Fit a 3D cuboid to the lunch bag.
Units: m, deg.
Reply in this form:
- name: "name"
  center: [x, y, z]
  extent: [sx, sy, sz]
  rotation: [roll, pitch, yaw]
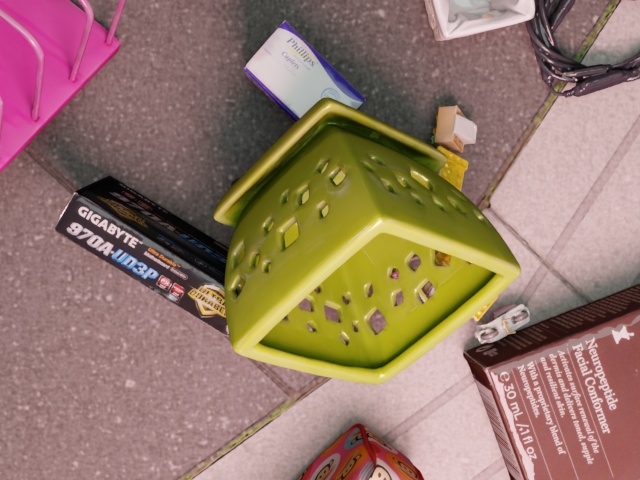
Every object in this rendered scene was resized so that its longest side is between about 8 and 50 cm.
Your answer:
- name: "lunch bag"
  center: [-0.002, 0.356, 1.170]
  extent: [0.120, 0.258, 0.293]
  rotation: [40, 91, -4]

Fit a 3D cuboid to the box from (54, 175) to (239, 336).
- name: "box"
  center: [-0.174, 0.013, 1.182]
  extent: [0.220, 0.175, 0.051]
  rotation: [32, 99, -3]

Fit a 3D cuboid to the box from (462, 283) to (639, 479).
- name: "box"
  center: [0.386, 0.160, 1.240]
  extent: [0.381, 0.143, 0.191]
  rotation: [-21, 94, -3]

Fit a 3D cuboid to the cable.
- name: "cable"
  center: [0.341, -0.260, 1.262]
  extent: [0.185, 0.047, 0.150]
  rotation: [-19, 89, 1]

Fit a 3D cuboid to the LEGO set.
- name: "LEGO set"
  center: [0.142, -0.009, 1.255]
  extent: [0.132, 0.107, 0.287]
  rotation: [-17, 90, -36]

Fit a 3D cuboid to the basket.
- name: "basket"
  center: [0.169, -0.319, 1.216]
  extent: [0.113, 0.103, 0.167]
  rotation: [-14, 93, -2]

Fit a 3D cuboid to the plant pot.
- name: "plant pot"
  center: [0.032, -0.004, 1.104]
  extent: [0.228, 0.207, 0.227]
  rotation: [18, 130, -42]

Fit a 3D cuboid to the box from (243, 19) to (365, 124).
- name: "box"
  center: [-0.020, -0.174, 1.198]
  extent: [0.126, 0.137, 0.072]
  rotation: [44, 91, -4]

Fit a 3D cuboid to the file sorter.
- name: "file sorter"
  center: [-0.365, -0.215, 1.101]
  extent: [0.202, 0.182, 0.290]
  rotation: [38, 63, -4]
